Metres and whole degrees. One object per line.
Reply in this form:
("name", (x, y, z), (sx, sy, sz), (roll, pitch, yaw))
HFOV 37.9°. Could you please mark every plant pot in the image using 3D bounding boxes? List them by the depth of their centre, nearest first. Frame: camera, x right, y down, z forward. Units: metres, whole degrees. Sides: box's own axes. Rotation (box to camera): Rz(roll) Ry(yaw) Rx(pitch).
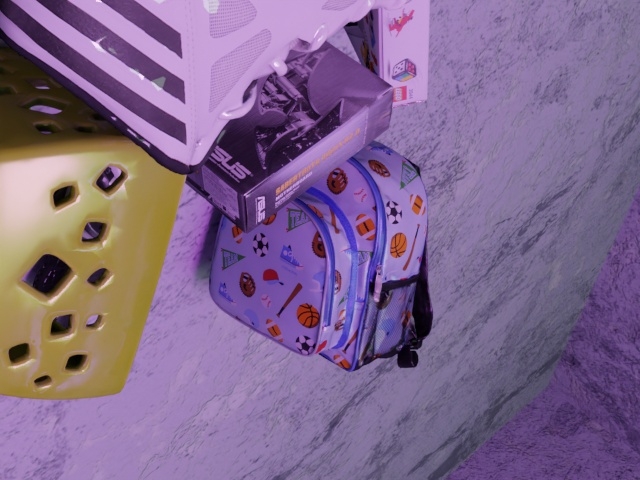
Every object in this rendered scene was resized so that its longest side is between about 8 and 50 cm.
("plant pot", (-0.264, -0.015, 0.697), (0.207, 0.227, 0.228), (-6, 120, -50))

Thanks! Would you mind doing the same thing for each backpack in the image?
("backpack", (0.000, 0.000, 1.124), (0.213, 0.276, 0.264), (-7, 115, -56))

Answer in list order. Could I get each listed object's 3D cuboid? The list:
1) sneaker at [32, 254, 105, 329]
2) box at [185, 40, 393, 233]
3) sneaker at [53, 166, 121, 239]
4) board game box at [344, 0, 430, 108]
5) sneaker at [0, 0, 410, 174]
("sneaker", (-0.243, 0.025, 0.978), (0.170, 0.051, 0.089), (-53, 160, -4))
("box", (-0.078, -0.133, 0.847), (0.183, 0.231, 0.056), (-38, 152, -25))
("sneaker", (-0.202, -0.063, 0.900), (0.078, 0.106, 0.234), (63, 30, -19))
("board game box", (0.051, -0.303, 0.874), (0.053, 0.193, 0.305), (-13, 138, -7))
("sneaker", (-0.022, -0.190, 0.645), (0.447, 0.169, 0.258), (-10, 138, -41))
